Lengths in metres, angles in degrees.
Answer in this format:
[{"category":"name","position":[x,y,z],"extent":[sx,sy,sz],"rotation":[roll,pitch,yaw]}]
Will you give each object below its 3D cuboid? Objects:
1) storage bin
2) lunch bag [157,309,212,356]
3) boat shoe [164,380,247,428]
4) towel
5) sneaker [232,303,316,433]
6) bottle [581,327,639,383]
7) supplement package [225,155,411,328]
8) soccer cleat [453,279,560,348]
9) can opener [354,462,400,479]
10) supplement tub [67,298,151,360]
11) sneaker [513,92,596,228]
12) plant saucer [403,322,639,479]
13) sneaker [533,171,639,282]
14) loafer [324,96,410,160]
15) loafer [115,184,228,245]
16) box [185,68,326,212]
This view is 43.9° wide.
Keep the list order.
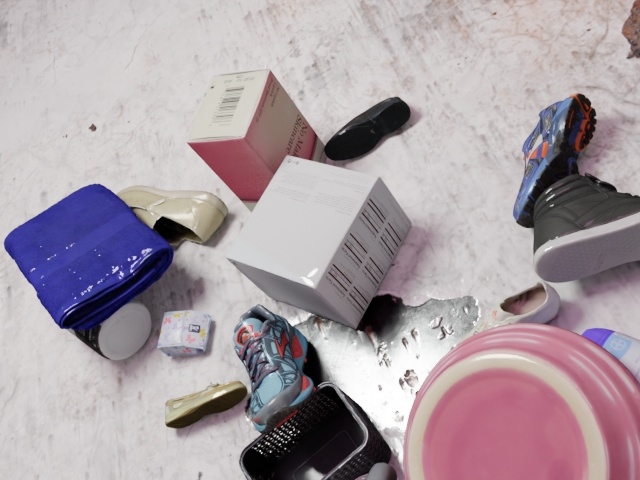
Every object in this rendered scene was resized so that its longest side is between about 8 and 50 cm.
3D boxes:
[{"category":"storage bin","position":[-0.008,0.304,1.116],"extent":[0.180,0.084,0.122],"rotation":[-40,48,0]},{"category":"lunch bag","position":[-0.232,0.159,1.370],"extent":[0.083,0.053,0.071],"rotation":[-4,59,18]},{"category":"boat shoe","position":[-0.187,0.254,1.277],"extent":[0.153,0.056,0.048],"rotation":[-29,53,20]},{"category":"towel","position":[-0.418,0.026,1.427],"extent":[0.228,0.076,0.308],"rotation":[-35,44,-19]},{"category":"sneaker","position":[-0.088,0.178,1.156],"extent":[0.104,0.125,0.262],"rotation":[-39,17,8]},{"category":"bottle","position":[0.425,0.199,0.921],"extent":[0.283,0.092,0.118],"rotation":[23,78,39]},{"category":"supplement package","position":[0.000,0.000,1.271],"extent":[0.194,0.149,0.203],"rotation":[17,70,38]},{"category":"soccer cleat","position":[0.242,0.124,1.092],"extent":[0.196,0.076,0.068],"rotation":[-39,48,3]},{"category":"can opener","position":[0.055,0.425,0.998],"extent":[0.074,0.093,0.280],"rotation":[-6,61,27]},{"category":"supplement tub","position":[-0.405,0.131,1.448],"extent":[0.190,0.117,0.117],"rotation":[25,74,40]},{"category":"sneaker","position":[0.344,-0.116,1.204],"extent":[0.087,0.083,0.221],"rotation":[2,62,60]},{"category":"plant saucer","position":[0.229,0.259,0.939],"extent":[0.332,0.084,0.331],"rotation":[-13,68,37]},{"category":"sneaker","position":[0.426,-0.045,1.082],"extent":[0.296,0.104,0.146],"rotation":[-14,41,13]},{"category":"loafer","position":[0.082,-0.201,1.430],"extent":[0.170,0.062,0.061],"rotation":[-28,27,7]},{"category":"loafer","position":[-0.306,-0.043,1.517],"extent":[0.269,0.102,0.092],"rotation":[-1,53,29]},{"category":"box","position":[-0.104,-0.166,1.390],"extent":[0.127,0.232,0.148],"rotation":[0,60,31]}]
